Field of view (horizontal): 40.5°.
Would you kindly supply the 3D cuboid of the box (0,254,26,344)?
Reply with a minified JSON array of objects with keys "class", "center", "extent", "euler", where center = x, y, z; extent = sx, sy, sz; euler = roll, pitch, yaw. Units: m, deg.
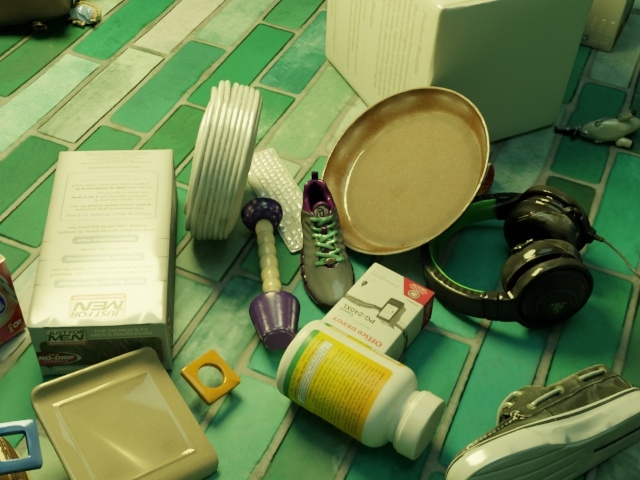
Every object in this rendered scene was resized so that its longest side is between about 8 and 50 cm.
[{"class":"box","center":[-0.585,0.043,1.258],"extent":[0.300,0.154,0.142],"euler":[31,51,27]}]

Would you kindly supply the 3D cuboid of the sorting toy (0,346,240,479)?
[{"class":"sorting toy","center":[-0.251,0.250,1.118],"extent":[0.348,0.047,0.196],"euler":[-18,63,-36]}]

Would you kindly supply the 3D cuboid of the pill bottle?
[{"class":"pill bottle","center":[0.055,0.202,1.159],"extent":[0.209,0.117,0.117],"euler":[27,50,22]}]

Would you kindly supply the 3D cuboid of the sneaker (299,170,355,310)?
[{"class":"sneaker","center":[0.000,0.000,1.356],"extent":[0.083,0.098,0.223],"euler":[-12,54,-2]}]

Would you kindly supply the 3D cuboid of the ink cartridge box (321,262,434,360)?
[{"class":"ink cartridge box","center":[0.083,0.118,1.281],"extent":[0.109,0.063,0.150],"euler":[27,49,22]}]

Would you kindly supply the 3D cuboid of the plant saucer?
[{"class":"plant saucer","center":[0.140,-0.109,1.428],"extent":[0.311,0.050,0.310],"euler":[-17,57,27]}]

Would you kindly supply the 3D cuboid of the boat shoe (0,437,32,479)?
[{"class":"boat shoe","center":[-0.387,0.324,1.025],"extent":[0.095,0.095,0.257],"euler":[-14,47,-17]}]

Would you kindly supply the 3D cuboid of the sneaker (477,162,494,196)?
[{"class":"sneaker","center":[0.237,-0.083,1.507],"extent":[0.067,0.064,0.175],"euler":[13,37,38]}]

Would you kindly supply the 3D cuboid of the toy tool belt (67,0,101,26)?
[{"class":"toy tool belt","center":[-0.515,-0.486,1.861],"extent":[0.083,0.052,0.051],"euler":[7,37,5]}]

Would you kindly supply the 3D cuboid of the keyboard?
[{"class":"keyboard","center":[-0.068,-0.074,1.501],"extent":[0.072,0.014,0.256],"euler":[-16,48,-19]}]

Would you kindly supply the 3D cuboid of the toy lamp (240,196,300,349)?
[{"class":"toy lamp","center":[-0.079,0.049,1.333],"extent":[0.080,0.080,0.274],"euler":[-5,44,-8]}]

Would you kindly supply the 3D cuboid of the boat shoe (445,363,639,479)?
[{"class":"boat shoe","center":[0.285,0.253,1.138],"extent":[0.335,0.121,0.119],"euler":[-11,38,-29]}]

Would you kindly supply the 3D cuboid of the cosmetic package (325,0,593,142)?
[{"class":"cosmetic package","center":[0.239,-0.417,1.640],"extent":[0.328,0.329,0.393],"euler":[-17,49,-20]}]

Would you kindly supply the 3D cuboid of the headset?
[{"class":"headset","center":[0.349,0.002,1.328],"extent":[0.395,0.185,0.243],"euler":[2,44,14]}]

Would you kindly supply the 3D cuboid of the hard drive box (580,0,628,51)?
[{"class":"hard drive box","center":[0.636,-0.556,1.870],"extent":[0.089,0.232,0.181],"euler":[22,48,18]}]

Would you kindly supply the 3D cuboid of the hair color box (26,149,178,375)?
[{"class":"hair color box","center":[-0.317,0.020,1.322],"extent":[0.186,0.113,0.374],"euler":[-2,45,-5]}]

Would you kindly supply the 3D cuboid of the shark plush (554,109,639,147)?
[{"class":"shark plush","center":[0.535,-0.210,1.667],"extent":[0.161,0.073,0.067],"euler":[-13,23,12]}]

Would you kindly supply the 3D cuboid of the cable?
[{"class":"cable","center":[-0.154,-0.121,1.375],"extent":[0.089,0.257,0.257],"euler":[13,40,-6]}]

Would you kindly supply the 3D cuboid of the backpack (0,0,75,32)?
[{"class":"backpack","center":[-0.626,-0.627,1.881],"extent":[0.290,0.273,0.355],"euler":[-2,30,15]}]
